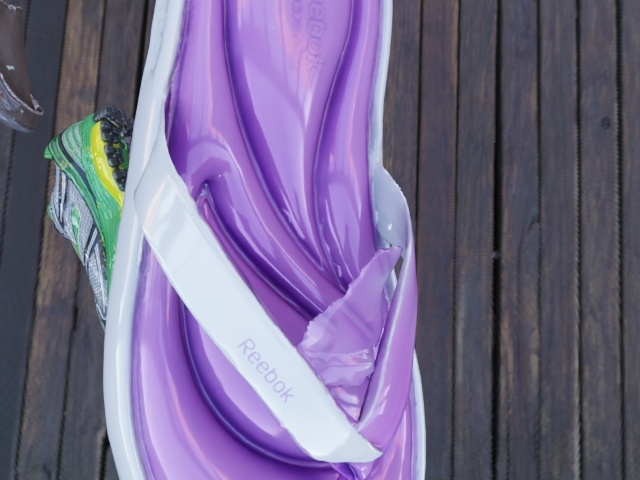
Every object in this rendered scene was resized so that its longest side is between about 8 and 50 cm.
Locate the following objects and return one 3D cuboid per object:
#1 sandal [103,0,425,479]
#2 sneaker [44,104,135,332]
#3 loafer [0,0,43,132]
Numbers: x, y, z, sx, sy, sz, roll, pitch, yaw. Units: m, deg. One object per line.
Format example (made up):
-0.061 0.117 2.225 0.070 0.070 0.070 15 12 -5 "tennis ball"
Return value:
-0.014 0.001 0.348 0.169 0.102 0.417 -3 86 -27 "sandal"
-0.307 -0.012 1.068 0.146 0.134 0.344 -18 76 21 "sneaker"
-0.573 -0.363 1.269 0.130 0.134 0.366 -26 104 -2 "loafer"
